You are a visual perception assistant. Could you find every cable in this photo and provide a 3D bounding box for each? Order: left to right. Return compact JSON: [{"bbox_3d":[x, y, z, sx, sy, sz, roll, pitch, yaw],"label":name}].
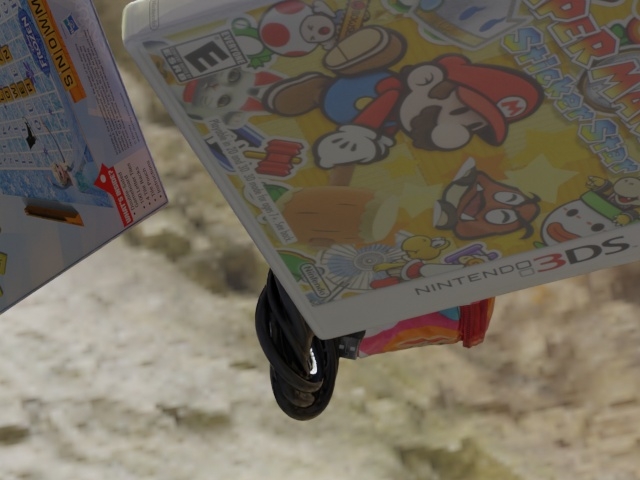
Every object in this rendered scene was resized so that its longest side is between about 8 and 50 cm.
[{"bbox_3d":[0.000,0.000,0.980,0.150,0.047,0.185,-26,128,-72],"label":"cable"}]

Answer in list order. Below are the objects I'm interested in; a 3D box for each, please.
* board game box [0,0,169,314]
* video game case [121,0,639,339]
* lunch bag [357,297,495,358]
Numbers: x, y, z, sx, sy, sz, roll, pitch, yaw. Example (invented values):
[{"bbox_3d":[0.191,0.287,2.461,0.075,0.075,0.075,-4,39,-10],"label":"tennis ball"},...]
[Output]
[{"bbox_3d":[-0.252,-0.107,1.121,0.065,0.318,0.319,-12,-76,33],"label":"board game box"},{"bbox_3d":[0.058,-0.046,0.748,0.227,0.206,0.026,59,21,-51],"label":"video game case"},{"bbox_3d":[0.050,-0.090,1.276,0.258,0.120,0.293,-97,-179,-60],"label":"lunch bag"}]
